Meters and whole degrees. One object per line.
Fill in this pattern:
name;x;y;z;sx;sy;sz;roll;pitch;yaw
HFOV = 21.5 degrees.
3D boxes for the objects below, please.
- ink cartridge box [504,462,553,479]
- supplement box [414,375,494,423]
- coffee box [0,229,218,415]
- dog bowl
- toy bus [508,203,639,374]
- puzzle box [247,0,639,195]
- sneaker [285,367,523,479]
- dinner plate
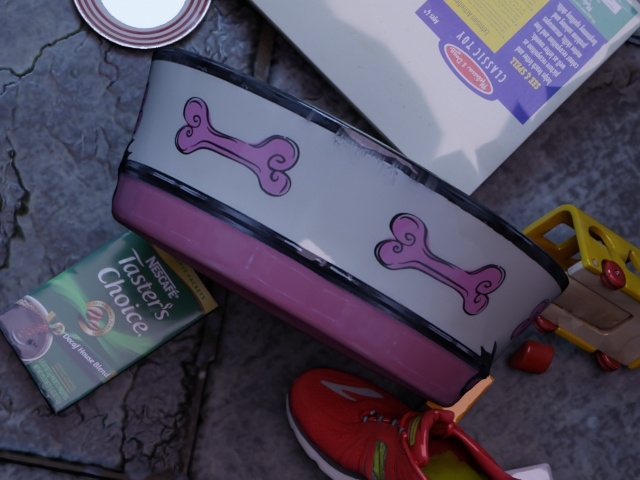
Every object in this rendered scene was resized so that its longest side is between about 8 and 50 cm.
ink cartridge box;0.096;0.362;1.563;0.296;0.066;0.261;-10;81;-9
supplement box;0.124;0.148;1.587;0.036;0.098;0.062;42;78;4
coffee box;-0.201;0.068;1.584;0.184;0.040;0.113;-32;86;-13
dog bowl;0.000;0.000;1.452;0.408;0.408;0.150;30;87;-2
toy bus;0.275;0.046;1.621;0.191;0.202;0.104;-3;50;-2
puzzle box;0.084;-0.265;1.646;0.272;0.052;0.409;-44;91;-2
sneaker;0.086;0.183;1.519;0.279;0.118;0.107;33;53;28
dinner plate;-0.175;-0.255;1.658;0.141;0.017;0.141;1;80;-7
